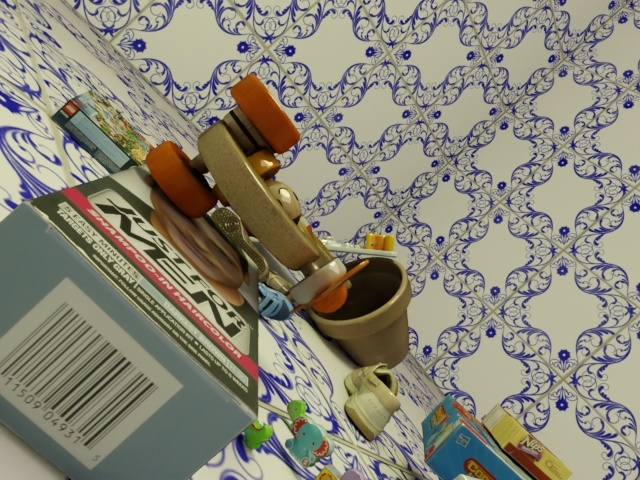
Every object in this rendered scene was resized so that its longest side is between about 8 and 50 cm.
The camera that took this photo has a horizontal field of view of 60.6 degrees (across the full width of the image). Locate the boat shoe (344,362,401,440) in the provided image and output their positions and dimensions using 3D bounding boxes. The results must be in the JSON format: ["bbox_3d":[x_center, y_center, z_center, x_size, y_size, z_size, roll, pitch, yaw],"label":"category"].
[{"bbox_3d":[0.114,0.301,1.094,0.109,0.098,0.302,48,3,6],"label":"boat shoe"}]

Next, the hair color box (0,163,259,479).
[{"bbox_3d":[-0.156,0.041,0.492,0.185,0.113,0.374,48,2,-13],"label":"hair color box"}]

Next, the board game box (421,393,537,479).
[{"bbox_3d":[0.315,0.417,0.924,0.308,0.086,0.302,42,1,12],"label":"board game box"}]

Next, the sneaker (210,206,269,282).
[{"bbox_3d":[-0.175,0.015,1.169,0.188,0.066,0.071,54,-12,19],"label":"sneaker"}]

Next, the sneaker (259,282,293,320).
[{"bbox_3d":[-0.106,0.104,0.968,0.144,0.053,0.059,37,6,-22],"label":"sneaker"}]

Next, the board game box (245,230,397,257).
[{"bbox_3d":[0.000,0.000,1.410,0.390,0.050,0.390,6,-1,6],"label":"board game box"}]

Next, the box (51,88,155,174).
[{"bbox_3d":[-0.371,-0.186,0.967,0.159,0.044,0.233,46,4,-23],"label":"box"}]

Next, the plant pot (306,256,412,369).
[{"bbox_3d":[0.123,0.208,1.396,0.263,0.263,0.229,-126,-168,-62],"label":"plant pot"}]

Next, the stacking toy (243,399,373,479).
[{"bbox_3d":[0.014,0.244,0.593,0.221,0.052,0.167,38,0,27],"label":"stacking toy"}]

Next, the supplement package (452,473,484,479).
[{"bbox_3d":[0.160,0.344,0.373,0.177,0.175,0.293,34,12,-46],"label":"supplement package"}]

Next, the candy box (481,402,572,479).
[{"bbox_3d":[0.361,0.364,0.977,0.109,0.053,0.187,42,2,8],"label":"candy box"}]

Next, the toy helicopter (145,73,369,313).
[{"bbox_3d":[-0.022,0.001,0.624,0.235,0.140,0.355,53,2,28],"label":"toy helicopter"}]

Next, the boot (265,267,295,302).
[{"bbox_3d":[-0.096,0.100,1.270,0.087,0.042,0.118,41,-6,20],"label":"boot"}]
